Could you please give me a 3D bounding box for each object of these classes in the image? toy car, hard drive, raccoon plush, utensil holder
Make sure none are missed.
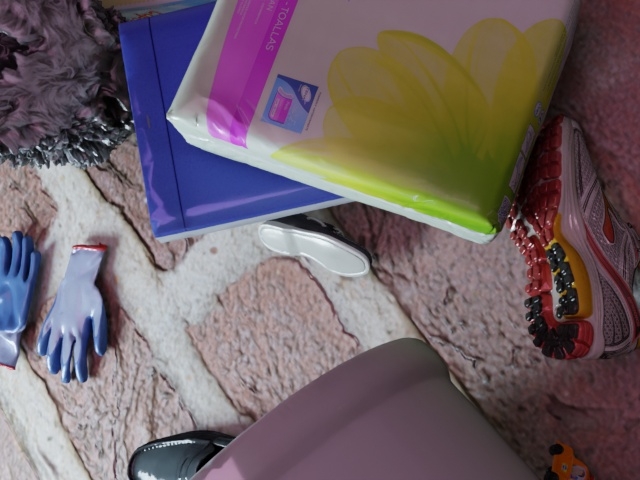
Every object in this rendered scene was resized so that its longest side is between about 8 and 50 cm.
[{"bbox_3d":[0.204,0.232,1.041,0.041,0.060,0.122,8,113,14],"label":"toy car"},{"bbox_3d":[-0.012,-0.133,1.132,0.319,0.040,0.210,-12,76,4],"label":"hard drive"},{"bbox_3d":[-0.253,-0.132,1.325,0.446,0.299,0.216,30,84,0],"label":"raccoon plush"},{"bbox_3d":[0.085,0.316,0.909,0.385,0.327,0.327,46,108,19],"label":"utensil holder"}]

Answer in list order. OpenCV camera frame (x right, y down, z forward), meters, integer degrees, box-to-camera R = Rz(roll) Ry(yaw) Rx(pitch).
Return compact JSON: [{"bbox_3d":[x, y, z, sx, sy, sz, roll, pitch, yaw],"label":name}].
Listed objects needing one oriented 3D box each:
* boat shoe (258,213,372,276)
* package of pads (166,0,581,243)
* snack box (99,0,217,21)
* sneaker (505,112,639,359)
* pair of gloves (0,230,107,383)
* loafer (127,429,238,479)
[{"bbox_3d":[0.000,0.000,1.187,0.125,0.038,0.046,14,134,33],"label":"boat shoe"},{"bbox_3d":[0.050,-0.151,1.055,0.297,0.101,0.229,20,81,11],"label":"package of pads"},{"bbox_3d":[-0.158,-0.396,1.325,0.187,0.060,0.322,-1,83,32],"label":"snack box"},{"bbox_3d":[0.215,-0.002,1.036,0.088,0.093,0.225,134,138,-55],"label":"sneaker"},{"bbox_3d":[-0.309,0.072,1.381,0.198,0.023,0.159,6,85,32],"label":"pair of gloves"},{"bbox_3d":[-0.103,0.221,1.197,0.223,0.078,0.076,-3,81,32],"label":"loafer"}]
